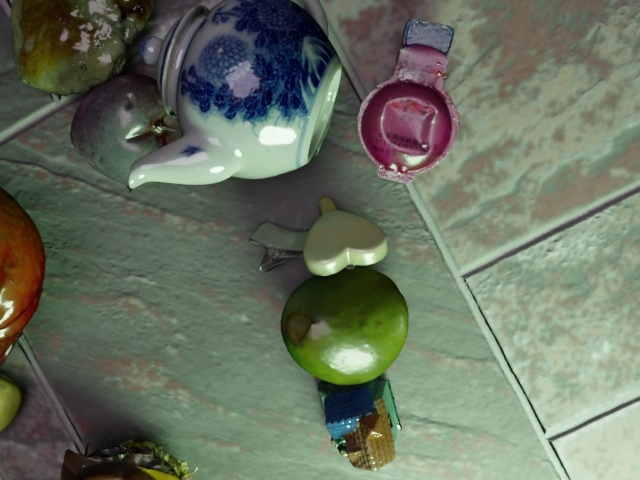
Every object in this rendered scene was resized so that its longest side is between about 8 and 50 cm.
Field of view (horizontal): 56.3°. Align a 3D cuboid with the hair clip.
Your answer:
[{"bbox_3d":[0.001,-0.003,0.901,0.219,0.159,0.071,1,133,29],"label":"hair clip"}]

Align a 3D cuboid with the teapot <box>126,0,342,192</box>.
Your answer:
[{"bbox_3d":[-0.121,-0.224,0.832,0.280,0.252,0.423,21,64,4],"label":"teapot"}]

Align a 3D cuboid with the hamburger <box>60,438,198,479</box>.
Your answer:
[{"bbox_3d":[-0.314,0.436,0.957,0.262,0.139,0.242,11,94,4],"label":"hamburger"}]

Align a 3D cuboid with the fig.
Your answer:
[{"bbox_3d":[0.030,0.124,0.891,0.181,0.191,0.180,1,91,41],"label":"fig"}]

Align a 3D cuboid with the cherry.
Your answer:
[{"bbox_3d":[-0.286,-0.161,0.908,0.176,0.140,0.176,13,122,22],"label":"cherry"}]

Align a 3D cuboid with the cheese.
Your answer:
[{"bbox_3d":[0.139,-0.209,0.906,0.155,0.062,0.244,12,94,3],"label":"cheese"}]

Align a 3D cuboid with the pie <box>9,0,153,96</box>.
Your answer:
[{"bbox_3d":[-0.384,-0.362,0.930,0.257,0.105,0.274,23,93,17],"label":"pie"}]

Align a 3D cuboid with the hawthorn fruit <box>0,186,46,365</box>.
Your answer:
[{"bbox_3d":[-0.619,0.035,0.852,0.404,0.403,0.402,0,95,5],"label":"hawthorn fruit"}]

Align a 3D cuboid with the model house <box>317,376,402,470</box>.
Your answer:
[{"bbox_3d":[0.058,0.284,0.909,0.120,0.149,0.148,-13,91,7],"label":"model house"}]

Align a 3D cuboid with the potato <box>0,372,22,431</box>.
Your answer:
[{"bbox_3d":[-0.589,0.276,0.976,0.176,0.137,0.137,-17,93,4],"label":"potato"}]
